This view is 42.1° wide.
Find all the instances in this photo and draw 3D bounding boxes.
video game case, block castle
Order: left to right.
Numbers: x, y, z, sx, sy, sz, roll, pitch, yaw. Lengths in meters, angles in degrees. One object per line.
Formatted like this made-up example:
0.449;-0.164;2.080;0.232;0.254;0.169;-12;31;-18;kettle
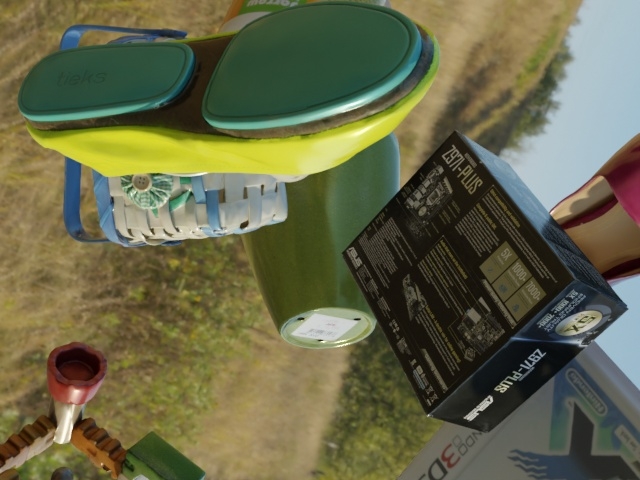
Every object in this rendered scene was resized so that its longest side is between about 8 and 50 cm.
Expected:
-0.270;0.349;1.086;0.303;0.453;0.213;-35;155;-53;block castle
0.201;0.271;0.663;0.036;0.329;0.300;0;133;-43;video game case

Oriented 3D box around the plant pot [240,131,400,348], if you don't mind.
0.000;0.000;1.232;0.275;0.275;0.293;102;-15;-59;plant pot

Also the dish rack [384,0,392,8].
-0.044;-0.489;1.415;0.072;0.333;0.285;-50;-150;31;dish rack

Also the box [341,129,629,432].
0.117;0.030;0.645;0.147;0.077;0.180;-49;-138;20;box

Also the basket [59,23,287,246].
-0.183;-0.118;0.928;0.201;0.289;0.255;-13;105;-53;basket

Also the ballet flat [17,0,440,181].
-0.042;-0.060;0.392;0.077;0.231;0.077;51;50;-47;ballet flat

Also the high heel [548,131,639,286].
0.268;0.008;0.826;0.181;0.127;0.377;-32;165;0;high heel

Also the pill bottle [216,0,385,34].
-0.022;-0.187;0.772;0.136;0.136;0.246;102;5;-60;pill bottle
